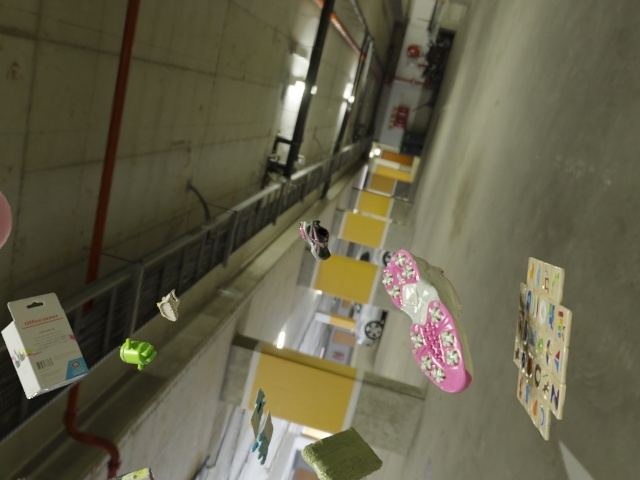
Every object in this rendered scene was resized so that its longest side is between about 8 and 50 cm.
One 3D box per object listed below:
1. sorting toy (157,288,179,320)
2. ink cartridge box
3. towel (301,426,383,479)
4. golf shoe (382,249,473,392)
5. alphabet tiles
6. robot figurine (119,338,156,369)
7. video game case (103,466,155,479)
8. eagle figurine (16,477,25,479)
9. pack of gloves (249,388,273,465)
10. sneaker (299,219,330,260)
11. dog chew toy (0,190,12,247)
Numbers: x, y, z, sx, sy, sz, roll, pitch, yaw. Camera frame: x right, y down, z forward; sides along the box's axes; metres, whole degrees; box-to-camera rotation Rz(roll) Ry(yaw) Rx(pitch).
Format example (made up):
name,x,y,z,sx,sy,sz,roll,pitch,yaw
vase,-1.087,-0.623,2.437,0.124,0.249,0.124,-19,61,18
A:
name,x,y,z,sx,sy,sz,roll,pitch,yaw
sorting toy,-0.460,0.191,1.771,0.075,0.045,0.083,-65,-30,-48
ink cartridge box,-0.551,0.204,1.139,0.062,0.181,0.104,-32,-11,33
towel,0.044,0.428,1.129,0.148,0.110,0.027,-7,-51,-41
golf shoe,0.230,0.146,1.091,0.115,0.140,0.306,-51,41,34
alphabet tiles,0.395,0.180,1.040,0.342,0.011,0.285,-22,-65,-82
robot figurine,-0.558,0.341,1.750,0.067,0.115,0.101,-64,-35,-45
video game case,-0.532,0.740,1.553,0.042,0.210,0.232,-123,21,-66
eagle figurine,-0.681,0.637,1.243,0.226,0.298,0.225,-21,-92,-58
pack of gloves,-0.216,0.635,1.965,0.232,0.046,0.195,-77,-24,-73
sneaker,0.000,0.000,1.918,0.178,0.077,0.072,54,-153,-44
dog chew toy,-0.846,-0.032,1.228,0.332,0.207,0.206,-26,-47,-61
